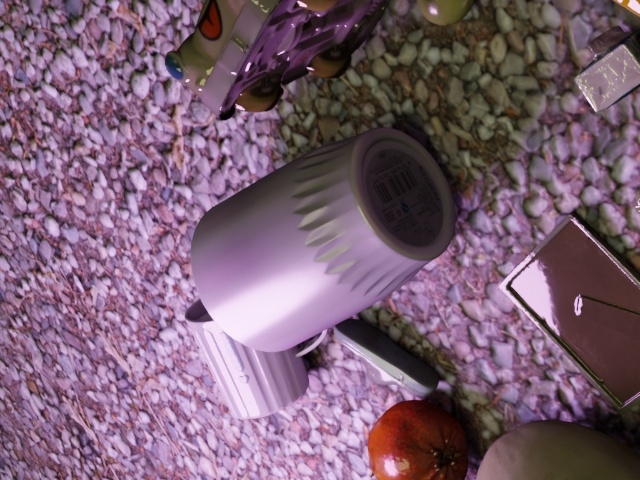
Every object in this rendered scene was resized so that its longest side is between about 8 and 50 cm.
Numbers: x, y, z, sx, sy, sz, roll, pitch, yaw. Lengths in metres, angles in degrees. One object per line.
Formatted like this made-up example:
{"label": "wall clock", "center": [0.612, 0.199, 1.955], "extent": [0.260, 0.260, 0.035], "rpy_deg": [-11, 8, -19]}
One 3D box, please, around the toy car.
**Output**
{"label": "toy car", "center": [-0.054, -0.336, 1.543], "extent": [0.226, 0.336, 0.242], "rpy_deg": [47, 135, 12]}

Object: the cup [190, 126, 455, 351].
{"label": "cup", "center": [0.000, 0.000, 1.745], "extent": [0.371, 0.253, 0.253], "rpy_deg": [-28, 94, 44]}

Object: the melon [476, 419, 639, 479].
{"label": "melon", "center": [0.361, 0.393, 1.662], "extent": [0.308, 0.271, 0.272], "rpy_deg": [14, 122, 38]}

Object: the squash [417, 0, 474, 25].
{"label": "squash", "center": [0.177, -0.392, 1.504], "extent": [0.083, 0.083, 0.250], "rpy_deg": [29, 126, 25]}

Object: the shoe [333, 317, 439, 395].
{"label": "shoe", "center": [0.097, 0.202, 1.896], "extent": [0.195, 0.079, 0.078], "rpy_deg": [29, 116, 19]}

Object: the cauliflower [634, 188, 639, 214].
{"label": "cauliflower", "center": [0.486, -0.005, 1.313], "extent": [0.327, 0.281, 0.261], "rpy_deg": [-5, 105, 48]}

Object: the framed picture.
{"label": "framed picture", "center": [0.385, 0.104, 1.640], "extent": [0.260, 0.023, 0.189], "rpy_deg": [46, 135, 10]}

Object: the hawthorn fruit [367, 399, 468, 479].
{"label": "hawthorn fruit", "center": [0.134, 0.345, 1.937], "extent": [0.165, 0.165, 0.285], "rpy_deg": [59, 159, -3]}

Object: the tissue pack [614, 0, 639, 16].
{"label": "tissue pack", "center": [0.369, -0.450, 1.199], "extent": [0.293, 0.228, 0.382], "rpy_deg": [37, 131, 21]}

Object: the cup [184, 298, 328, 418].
{"label": "cup", "center": [-0.100, 0.182, 1.995], "extent": [0.221, 0.167, 0.202], "rpy_deg": [-4, 114, 44]}

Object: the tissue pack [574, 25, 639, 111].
{"label": "tissue pack", "center": [0.363, -0.218, 1.416], "extent": [0.079, 0.111, 0.085], "rpy_deg": [55, 134, 3]}
